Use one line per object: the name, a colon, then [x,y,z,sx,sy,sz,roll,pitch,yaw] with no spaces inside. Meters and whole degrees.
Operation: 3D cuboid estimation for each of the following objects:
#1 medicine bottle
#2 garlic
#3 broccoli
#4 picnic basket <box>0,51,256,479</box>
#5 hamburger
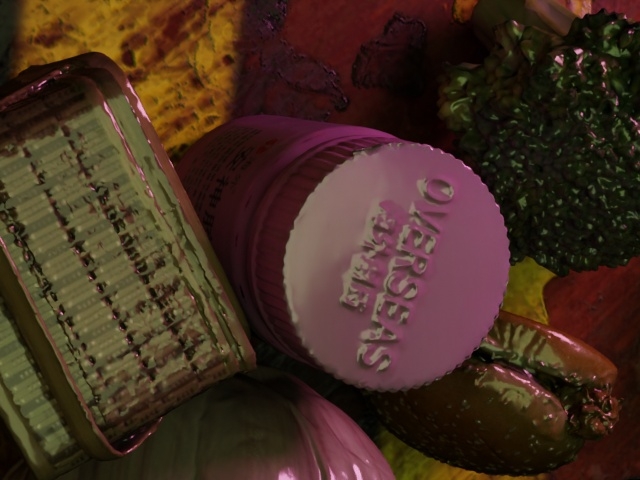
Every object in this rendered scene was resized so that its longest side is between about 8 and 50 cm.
medicine bottle: [0.000,0.000,1.026,0.178,0.291,0.178,-4,100,-21]
garlic: [-0.089,0.211,1.025,0.317,0.317,0.259,22,60,-23]
broccoli: [0.214,-0.087,1.133,0.235,0.260,0.288,-55,157,-20]
picnic basket: [-0.184,0.007,0.941,0.175,0.313,0.228,-30,105,-16]
hamburger: [0.140,0.124,1.141,0.189,0.215,0.122,36,68,-35]
